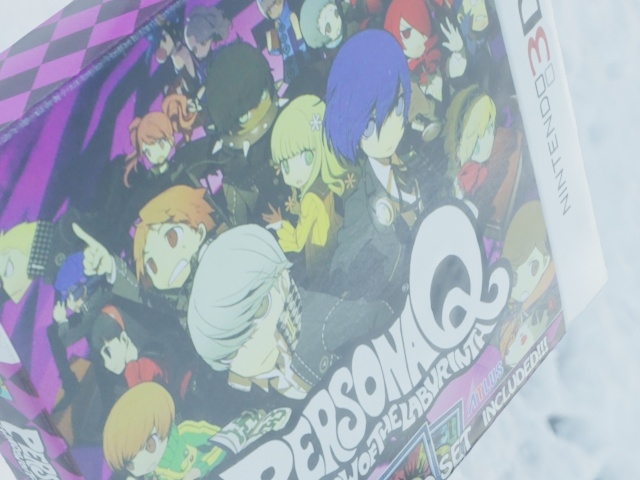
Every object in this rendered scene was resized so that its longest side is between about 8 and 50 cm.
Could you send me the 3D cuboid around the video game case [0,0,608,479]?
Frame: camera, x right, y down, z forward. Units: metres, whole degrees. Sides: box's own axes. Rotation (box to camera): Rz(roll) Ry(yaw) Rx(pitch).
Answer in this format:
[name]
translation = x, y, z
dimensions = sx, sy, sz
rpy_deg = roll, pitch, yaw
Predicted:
[video game case]
translation = 0.000, 0.000, 0.422
dimensions = 0.232, 0.042, 0.210
rpy_deg = -44, 131, -32
